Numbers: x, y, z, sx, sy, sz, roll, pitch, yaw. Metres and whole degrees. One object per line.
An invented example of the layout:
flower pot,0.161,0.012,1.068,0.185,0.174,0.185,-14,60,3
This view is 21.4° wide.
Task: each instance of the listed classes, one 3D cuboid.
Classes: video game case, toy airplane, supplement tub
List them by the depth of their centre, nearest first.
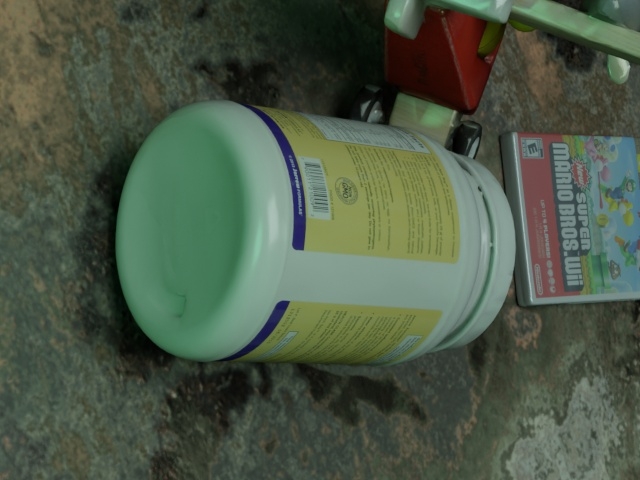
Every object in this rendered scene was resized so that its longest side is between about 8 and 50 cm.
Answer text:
supplement tub,0.000,0.000,1.614,0.331,0.241,0.241,6,79,-40
toy airplane,0.131,-0.262,1.679,0.386,0.384,0.272,36,71,-29
video game case,0.332,-0.027,2.045,0.285,0.025,0.204,-1,83,-41
